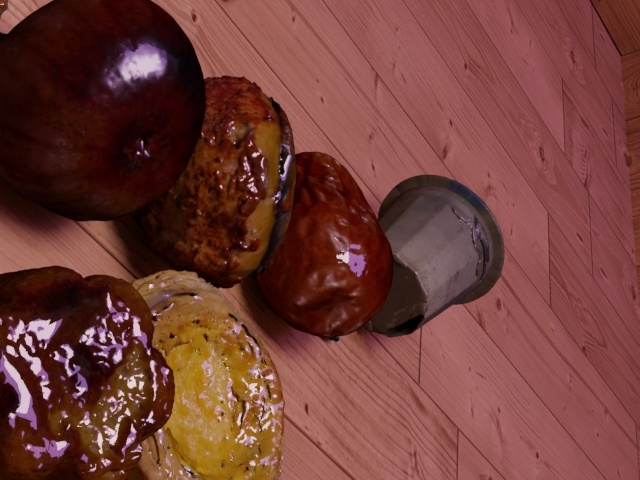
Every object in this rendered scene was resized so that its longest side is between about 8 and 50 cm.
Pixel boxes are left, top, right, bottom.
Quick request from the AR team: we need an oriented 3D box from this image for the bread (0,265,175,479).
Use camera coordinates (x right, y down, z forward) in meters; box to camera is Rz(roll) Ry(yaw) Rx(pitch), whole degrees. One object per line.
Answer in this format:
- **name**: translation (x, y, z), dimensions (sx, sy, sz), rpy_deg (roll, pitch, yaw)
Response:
- **bread**: translation (-0.243, 0.133, 1.248), dimensions (0.246, 0.135, 0.232), rpy_deg (-30, 96, -48)

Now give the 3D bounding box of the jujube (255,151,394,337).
- **jujube**: translation (0.000, 0.000, 1.788), dimensions (0.190, 0.190, 0.255), rpy_deg (44, 32, -45)

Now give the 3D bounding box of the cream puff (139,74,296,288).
- **cream puff**: translation (-0.121, -0.065, 1.551), dimensions (0.164, 0.240, 0.240), rpy_deg (9, 64, -32)

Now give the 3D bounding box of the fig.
- **fig**: translation (-0.226, -0.137, 1.381), dimensions (0.235, 0.235, 0.214), rpy_deg (58, -7, -29)

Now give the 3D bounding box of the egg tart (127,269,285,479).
- **egg tart**: translation (-0.145, 0.172, 1.480), dimensions (0.290, 0.107, 0.291), rpy_deg (31, 51, -49)

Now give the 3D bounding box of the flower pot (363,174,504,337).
- **flower pot**: translation (0.134, 0.042, 2.020), dimensions (0.202, 0.212, 0.212), rpy_deg (-43, 114, -49)

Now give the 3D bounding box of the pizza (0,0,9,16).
- **pizza**: translation (-0.339, -0.305, 1.214), dimensions (0.406, 0.130, 0.440), rpy_deg (14, 85, -75)

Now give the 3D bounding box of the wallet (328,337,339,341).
- **wallet**: translation (0.001, 0.067, 1.907), dimensions (0.088, 0.026, 0.129), rpy_deg (42, 38, -53)
